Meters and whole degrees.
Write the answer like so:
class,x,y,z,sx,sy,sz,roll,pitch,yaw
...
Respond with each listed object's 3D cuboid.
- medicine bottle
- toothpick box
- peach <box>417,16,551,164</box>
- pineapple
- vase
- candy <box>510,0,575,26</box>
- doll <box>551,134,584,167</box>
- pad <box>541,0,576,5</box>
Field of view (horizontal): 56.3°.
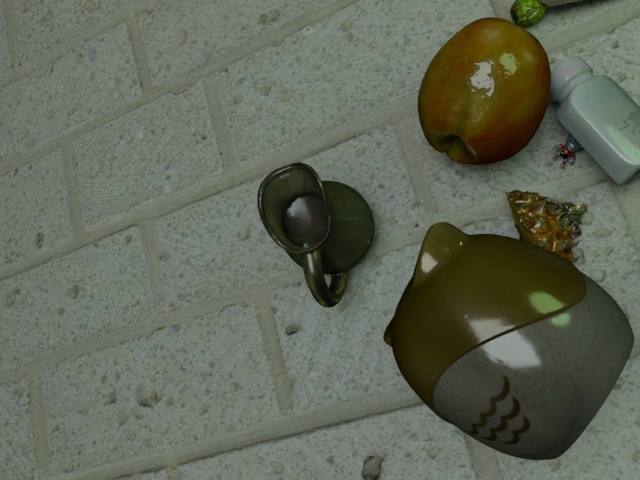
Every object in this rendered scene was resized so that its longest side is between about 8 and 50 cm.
class,x,y,z,sx,sy,sz,roll,pitch,yaw
medicine bottle,0.628,-0.271,1.330,0.161,0.111,0.296,-25,69,-23
toothpick box,0.360,0.190,1.221,0.426,0.409,0.408,33,94,19
peach,0.373,-0.341,1.358,0.308,0.308,0.332,20,86,25
pineapple,0.523,-0.035,1.338,0.164,0.140,0.249,-16,72,18
vase,0.000,0.000,1.459,0.241,0.302,0.328,-13,77,20
candy,0.594,-0.585,1.445,0.262,0.073,0.077,-12,77,14
doll,0.589,-0.224,1.391,0.114,0.039,0.057,-49,64,8
pad,0.649,-0.652,1.424,0.267,0.002,0.175,-8,72,9
